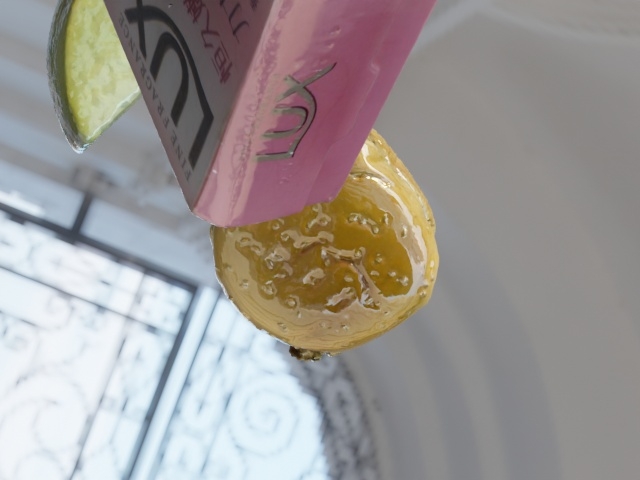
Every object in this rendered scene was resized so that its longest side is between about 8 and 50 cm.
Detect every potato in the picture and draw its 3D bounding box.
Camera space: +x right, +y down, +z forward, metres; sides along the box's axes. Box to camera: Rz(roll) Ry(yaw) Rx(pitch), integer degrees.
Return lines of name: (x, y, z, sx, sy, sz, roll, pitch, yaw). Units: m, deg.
potato: (-0.119, -0.108, 1.024, 0.120, 0.081, 0.149, -46, -175, -16)

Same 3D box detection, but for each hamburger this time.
hamburger: (0.000, 0.000, 1.219, 0.138, 0.147, 0.083, -28, -164, 15)

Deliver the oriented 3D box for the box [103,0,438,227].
box: (-0.027, -0.098, 0.607, 0.156, 0.060, 0.111, 67, -30, 31)
